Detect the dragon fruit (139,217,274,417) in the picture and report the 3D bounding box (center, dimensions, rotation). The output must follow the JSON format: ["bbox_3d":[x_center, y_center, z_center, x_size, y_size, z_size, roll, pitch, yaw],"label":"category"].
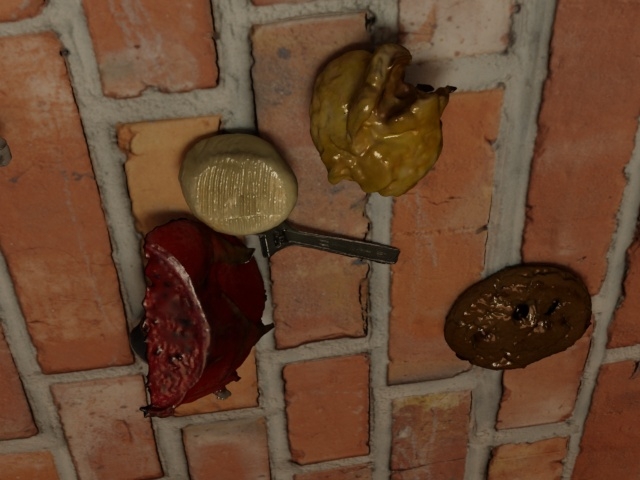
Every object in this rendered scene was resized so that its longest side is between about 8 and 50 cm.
[{"bbox_3d":[-0.174,0.123,1.886,0.282,0.100,0.344,-19,115,-45],"label":"dragon fruit"}]

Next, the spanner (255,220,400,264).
[{"bbox_3d":[0.000,0.000,1.916,0.325,0.026,0.093,11,89,-30],"label":"spanner"}]

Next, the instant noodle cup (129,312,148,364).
[{"bbox_3d":[-0.260,0.142,1.970,0.127,0.127,0.136,13,124,-23],"label":"instant noodle cup"}]

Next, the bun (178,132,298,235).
[{"bbox_3d":[-0.130,-0.092,1.762,0.188,0.111,0.164,-3,119,-4],"label":"bun"}]

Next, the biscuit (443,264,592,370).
[{"bbox_3d":[0.382,0.159,2.138,0.296,0.075,0.296,-5,136,-5],"label":"biscuit"}]

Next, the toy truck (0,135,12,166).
[{"bbox_3d":[-0.560,-0.073,1.618,0.177,0.213,0.161,17,145,23],"label":"toy truck"}]

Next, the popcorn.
[{"bbox_3d":[0.079,-0.180,1.666,0.191,0.190,0.254,-18,134,-38],"label":"popcorn"}]
